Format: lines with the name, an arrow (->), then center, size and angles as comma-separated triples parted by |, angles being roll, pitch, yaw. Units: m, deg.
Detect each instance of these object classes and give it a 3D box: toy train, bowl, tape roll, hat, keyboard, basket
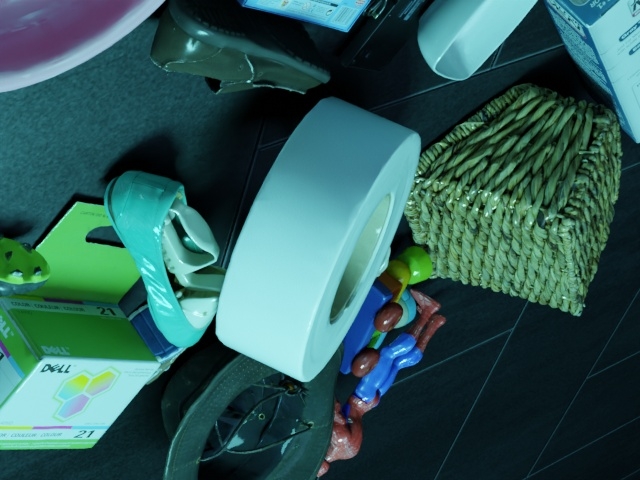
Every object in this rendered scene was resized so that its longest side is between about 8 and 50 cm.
toy train -> 0.087, 0.046, 1.925 | 0.143, 0.105, 0.248 | -29, 153, -42
bowl -> 0.159, -0.237, 1.600 | 0.142, 0.053, 0.142 | -48, 165, 15
tape roll -> 0.000, 0.000, 1.598 | 0.286, 0.100, 0.286 | -62, 169, -21
hat -> -0.117, 0.219, 1.884 | 0.331, 0.134, 0.331 | -35, 141, -35
keyboard -> 0.084, -0.244, 1.550 | 0.180, 0.023, 0.108 | -52, 158, 21
basket -> 0.246, -0.071, 1.946 | 0.299, 0.223, 0.213 | 63, 46, -63

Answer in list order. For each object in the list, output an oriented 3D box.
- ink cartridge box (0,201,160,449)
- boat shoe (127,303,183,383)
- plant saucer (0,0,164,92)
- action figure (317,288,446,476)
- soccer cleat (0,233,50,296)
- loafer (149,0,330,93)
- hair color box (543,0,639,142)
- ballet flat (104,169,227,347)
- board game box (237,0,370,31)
ink cartridge box -> -0.241, 0.090, 1.566 | 0.255, 0.097, 0.189 | -48, 152, 19
boat shoe -> -0.198, 0.123, 1.718 | 0.183, 0.066, 0.066 | -32, 159, 7
plant saucer -> -0.211, -0.251, 1.092 | 0.332, 0.084, 0.332 | -29, 152, -18
action figure -> 0.039, 0.184, 2.098 | 0.280, 0.139, 0.091 | -57, 154, -16
soccer cleat -> -0.332, 0.034, 1.415 | 0.179, 0.060, 0.072 | -2, 145, -41
loafer -> -0.076, -0.173, 1.407 | 0.078, 0.080, 0.220 | -41, 150, 25
hair color box -> 0.373, -0.260, 1.800 | 0.174, 0.105, 0.347 | -41, 154, 3
ballet flat -> -0.136, 0.029, 1.545 | 0.247, 0.087, 0.083 | 70, 36, -45
board game box -> 0.030, -0.289, 1.389 | 0.160, 0.039, 0.211 | 4, 132, -53
